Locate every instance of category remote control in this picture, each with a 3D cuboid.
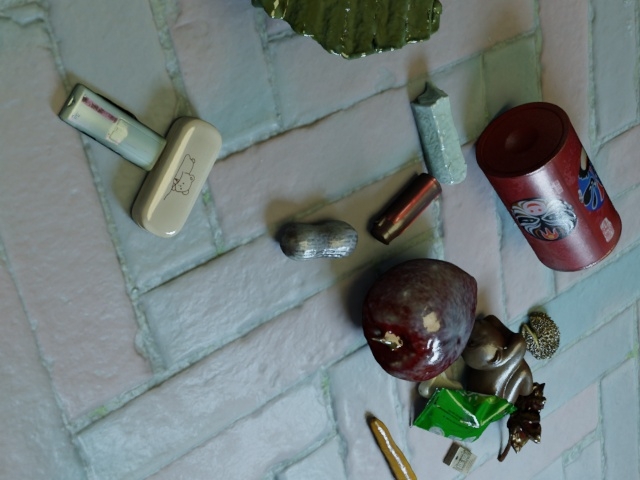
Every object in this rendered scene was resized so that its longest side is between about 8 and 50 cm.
[{"bbox_3d":[-0.305,-0.168,1.387,0.166,0.029,0.065,33,84,-41],"label":"remote control"},{"bbox_3d":[0.263,0.325,2.035,0.122,0.032,0.074,41,80,-41],"label":"remote control"}]

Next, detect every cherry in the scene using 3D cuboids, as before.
[{"bbox_3d":[0.197,0.145,1.803,0.300,0.203,0.230,-32,117,-37],"label":"cherry"}]

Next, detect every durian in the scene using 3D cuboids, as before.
[{"bbox_3d":[0.531,0.240,2.205,0.110,0.071,0.140,-34,129,-26],"label":"durian"}]

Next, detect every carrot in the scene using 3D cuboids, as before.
[{"bbox_3d":[0.157,0.460,1.990,0.043,0.043,0.248,-42,126,-21],"label":"carrot"}]

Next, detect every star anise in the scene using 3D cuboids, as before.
[{"bbox_3d":[0.473,0.440,2.179,0.073,0.177,0.233,13,96,-1],"label":"star anise"}]

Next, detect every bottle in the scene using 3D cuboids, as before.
[{"bbox_3d":[0.163,-0.060,1.798,0.164,0.060,0.060,-46,129,-18],"label":"bottle"}]

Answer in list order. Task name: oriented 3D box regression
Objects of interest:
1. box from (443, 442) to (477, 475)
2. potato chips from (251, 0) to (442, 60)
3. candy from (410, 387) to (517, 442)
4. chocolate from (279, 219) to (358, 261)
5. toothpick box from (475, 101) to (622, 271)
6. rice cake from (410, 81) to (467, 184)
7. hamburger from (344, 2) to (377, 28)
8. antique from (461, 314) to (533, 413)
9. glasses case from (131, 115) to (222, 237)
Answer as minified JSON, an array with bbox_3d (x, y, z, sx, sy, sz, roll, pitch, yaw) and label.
[{"bbox_3d":[0.326,0.510,2.160,0.083,0.024,0.053,34,83,-43],"label":"box"},{"bbox_3d":[0.045,-0.465,1.369,0.373,0.097,0.389,-9,103,-23],"label":"potato chips"},{"bbox_3d":[0.310,0.381,2.013,0.203,0.078,0.141,12,118,-20],"label":"candy"},{"bbox_3d":[0.000,0.000,1.675,0.167,0.072,0.072,-3,107,-37],"label":"chocolate"},{"bbox_3d":[0.485,-0.107,1.952,0.204,0.204,0.333,-52,132,-13],"label":"toothpick box"},{"bbox_3d":[0.232,-0.199,1.798,0.063,0.069,0.206,-35,126,-25],"label":"rice cake"},{"bbox_3d":[0.039,-0.476,1.493,0.285,0.134,0.265,-8,111,-38],"label":"hamburger"},{"bbox_3d":[0.381,0.280,2.065,0.143,0.121,0.256,-31,131,-16],"label":"antique"},{"bbox_3d":[-0.226,-0.100,1.464,0.083,0.050,0.196,26,89,-40],"label":"glasses case"}]
